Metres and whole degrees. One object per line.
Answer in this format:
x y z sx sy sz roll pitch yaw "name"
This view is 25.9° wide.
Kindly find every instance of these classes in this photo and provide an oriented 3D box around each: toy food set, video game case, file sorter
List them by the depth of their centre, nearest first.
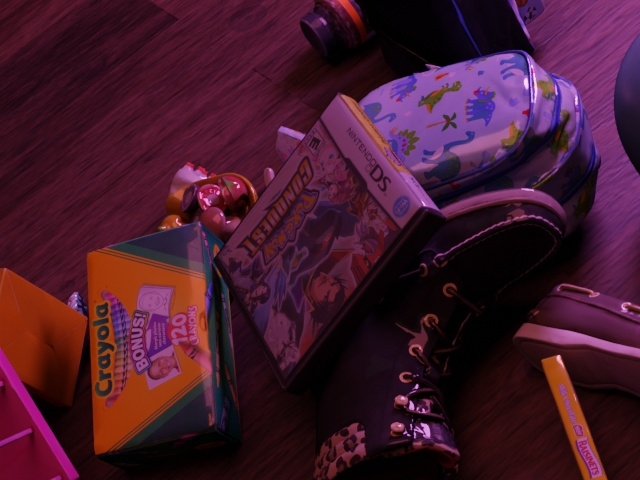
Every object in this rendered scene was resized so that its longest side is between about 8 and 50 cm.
0.000 0.000 1.630 0.275 0.035 0.248 -52 43 18 "video game case"
-0.476 0.229 1.643 0.202 0.290 0.182 -36 -8 25 "file sorter"
-0.152 -0.031 1.891 0.218 0.071 0.128 -13 77 42 "toy food set"

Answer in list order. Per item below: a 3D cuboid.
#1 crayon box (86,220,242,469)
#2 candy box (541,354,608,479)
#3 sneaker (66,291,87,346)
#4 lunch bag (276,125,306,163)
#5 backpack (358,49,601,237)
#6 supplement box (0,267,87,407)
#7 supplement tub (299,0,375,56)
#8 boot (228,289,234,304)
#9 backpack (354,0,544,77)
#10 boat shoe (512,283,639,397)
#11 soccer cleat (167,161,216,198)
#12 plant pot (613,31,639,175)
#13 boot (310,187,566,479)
-0.199 0.132 1.747 0.165 0.081 0.278 -15 64 16 "crayon box"
0.276 0.226 1.441 0.027 0.105 0.206 -18 43 5 "candy box"
-0.364 0.117 1.949 0.069 0.038 0.098 -18 42 11 "sneaker"
-0.020 -0.122 1.963 0.071 0.083 0.053 24 64 43 "lunch bag"
0.166 -0.084 1.726 0.355 0.273 0.290 -2 43 14 "backpack"
-0.449 0.135 1.844 0.194 0.191 0.129 -4 66 25 "supplement box"
0.065 -0.366 2.143 0.198 0.106 0.106 -38 42 -9 "supplement tub"
-0.216 0.062 1.901 0.197 0.073 0.152 -22 38 4 "boot"
0.166 -0.355 1.974 0.213 0.276 0.263 -43 36 -22 "backpack"
0.361 0.119 1.496 0.324 0.116 0.097 13 59 44 "boat shoe"
-0.141 -0.044 1.976 0.196 0.068 0.076 30 96 37 "soccer cleat"
0.471 -0.153 1.587 0.293 0.293 0.235 -32 28 -4 "plant pot"
0.124 0.128 1.557 0.377 0.138 0.284 -29 40 28 "boot"
